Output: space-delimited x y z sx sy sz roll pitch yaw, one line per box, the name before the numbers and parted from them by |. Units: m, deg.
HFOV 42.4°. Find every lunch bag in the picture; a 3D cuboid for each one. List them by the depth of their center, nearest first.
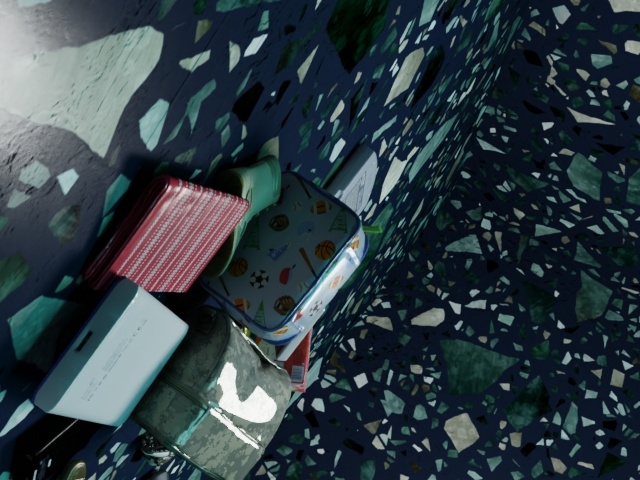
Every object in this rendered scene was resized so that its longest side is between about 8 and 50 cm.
lunch bag | -0.070 0.023 1.546 0.303 0.243 0.115 -50 154 -11
lunch bag | -0.203 0.291 1.580 0.256 0.213 0.305 -51 139 -14

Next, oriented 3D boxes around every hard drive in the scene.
hard drive | -0.312 0.184 1.285 0.210 0.040 0.318 -56 168 -11

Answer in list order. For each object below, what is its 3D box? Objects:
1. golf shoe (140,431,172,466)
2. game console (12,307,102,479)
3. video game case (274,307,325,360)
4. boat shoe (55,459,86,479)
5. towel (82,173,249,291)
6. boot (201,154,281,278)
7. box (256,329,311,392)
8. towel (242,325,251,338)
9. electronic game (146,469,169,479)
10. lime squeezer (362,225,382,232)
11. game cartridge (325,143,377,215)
golf shoe | -0.370 0.485 1.899 0.094 0.077 0.198 -57 166 0
game console | -0.387 0.238 1.323 0.213 0.044 0.361 -43 161 -53
video game case | -0.061 0.074 1.703 0.204 0.025 0.285 125 -35 -45
boat shoe | -0.481 0.467 1.532 0.056 0.048 0.153 -8 124 -58
towel | -0.225 -0.004 1.255 0.199 0.031 0.275 -52 162 9
boot | -0.143 -0.044 1.474 0.165 0.077 0.213 -36 149 -59
box | -0.086 0.229 2.002 0.122 0.128 0.256 89 6 -70
towel | -0.168 0.241 1.910 0.102 0.021 0.237 -96 -173 -71
electronic game | -0.460 0.680 2.087 0.229 0.048 0.229 -54 167 -18
lime squeezer | 0.000 0.000 2.092 0.310 0.110 0.059 -30 -165 20
game cartridge | 0.075 -0.122 2.168 0.198 0.062 0.297 -57 168 -22
